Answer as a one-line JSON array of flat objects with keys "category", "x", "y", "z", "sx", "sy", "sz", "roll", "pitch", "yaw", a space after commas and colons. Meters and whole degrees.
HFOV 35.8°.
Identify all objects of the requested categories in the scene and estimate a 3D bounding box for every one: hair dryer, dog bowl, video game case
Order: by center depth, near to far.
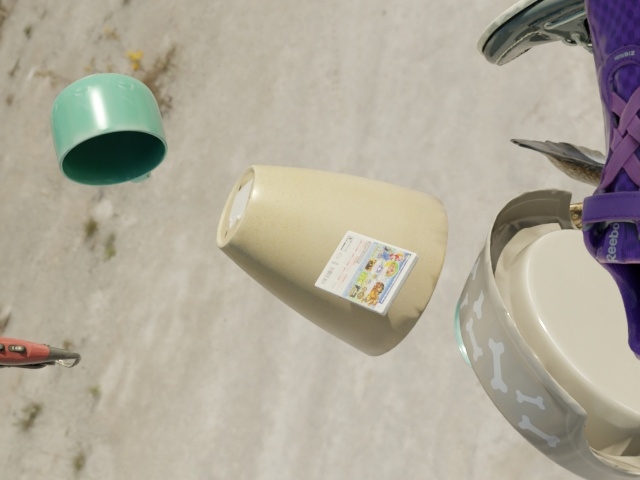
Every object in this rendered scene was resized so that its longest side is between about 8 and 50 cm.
[{"category": "dog bowl", "x": 0.302, "y": 0.106, "z": 1.055, "sx": 0.102, "sy": 0.349, "sz": 0.348, "roll": -55, "pitch": 29, "yaw": 41}, {"category": "hair dryer", "x": -0.430, "y": 0.124, "z": 1.231, "sx": 0.293, "sy": 0.224, "sz": 0.080, "roll": 106, "pitch": 150, "yaw": -73}, {"category": "video game case", "x": 0.057, "y": 0.039, "z": 1.253, "sx": 0.122, "sy": 0.011, "sz": 0.087, "roll": 20, "pitch": 73, "yaw": 44}]

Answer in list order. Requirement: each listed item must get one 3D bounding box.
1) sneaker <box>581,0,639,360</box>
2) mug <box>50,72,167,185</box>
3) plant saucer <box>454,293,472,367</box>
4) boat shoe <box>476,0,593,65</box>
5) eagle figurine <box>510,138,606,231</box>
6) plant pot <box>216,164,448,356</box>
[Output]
[{"category": "sneaker", "x": 0.176, "y": -0.035, "z": 0.500, "sx": 0.095, "sy": 0.105, "sz": 0.236, "roll": 1, "pitch": 111, "yaw": 63}, {"category": "mug", "x": -0.258, "y": -0.132, "z": 1.187, "sx": 0.158, "sy": 0.129, "sz": 0.097, "roll": -52, "pitch": 50, "yaw": 56}, {"category": "plant saucer", "x": 0.220, "y": 0.116, "z": 1.315, "sx": 0.119, "sy": 0.021, "sz": 0.119, "roll": 6, "pitch": 97, "yaw": 63}, {"category": "boat shoe", "x": 0.309, "y": -0.270, "z": 1.179, "sx": 0.319, "sy": 0.116, "sz": 0.099, "roll": -29, "pitch": 89, "yaw": 54}, {"category": "eagle figurine", "x": 0.389, "y": -0.060, "z": 1.256, "sx": 0.298, "sy": 0.226, "sz": 0.225, "roll": -17, "pitch": 93, "yaw": 41}, {"category": "plant pot", "x": 0.000, "y": 0.000, "z": 1.428, "sx": 0.256, "sy": 0.274, "sz": 0.256, "roll": -53, "pitch": 23, "yaw": 34}]
